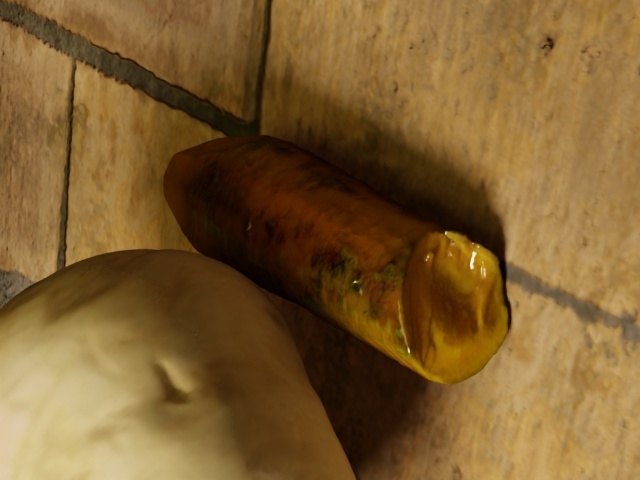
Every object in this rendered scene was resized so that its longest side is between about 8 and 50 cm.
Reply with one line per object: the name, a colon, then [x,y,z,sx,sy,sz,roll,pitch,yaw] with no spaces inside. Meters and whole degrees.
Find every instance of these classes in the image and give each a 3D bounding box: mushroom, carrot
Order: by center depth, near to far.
mushroom: [-0.109,0.175,0.945,0.353,0.353,0.325,27,124,45]
carrot: [0.000,0.000,0.967,0.302,0.114,0.114,27,118,43]
